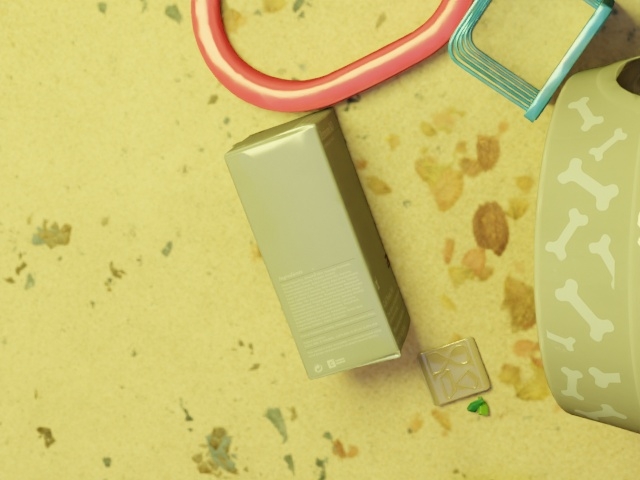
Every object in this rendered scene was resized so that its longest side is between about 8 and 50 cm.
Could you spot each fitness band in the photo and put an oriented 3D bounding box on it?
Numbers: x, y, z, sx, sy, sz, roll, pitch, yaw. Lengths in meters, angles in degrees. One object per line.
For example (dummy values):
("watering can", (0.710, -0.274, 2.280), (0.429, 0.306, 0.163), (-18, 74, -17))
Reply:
("fitness band", (0.011, -0.244, 1.534), (0.291, 0.054, 0.209), (-25, 101, 14))

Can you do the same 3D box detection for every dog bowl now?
("dog bowl", (0.272, 0.003, 1.409), (0.102, 0.349, 0.349), (1, 103, 22))

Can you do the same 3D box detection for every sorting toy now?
("sorting toy", (0.139, 0.144, 1.620), (0.062, 0.012, 0.083), (-20, 96, 7))

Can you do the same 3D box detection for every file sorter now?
("file sorter", (0.191, -0.193, 1.457), (0.104, 0.170, 0.118), (35, 105, 3))

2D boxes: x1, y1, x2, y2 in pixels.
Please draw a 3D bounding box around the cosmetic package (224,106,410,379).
("cosmetic package", (0.000, 0.000, 1.551), (0.107, 0.127, 0.238), (-16, 102, 12))
